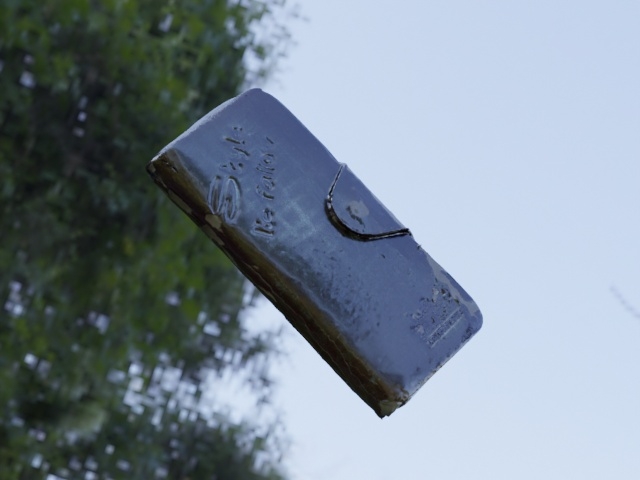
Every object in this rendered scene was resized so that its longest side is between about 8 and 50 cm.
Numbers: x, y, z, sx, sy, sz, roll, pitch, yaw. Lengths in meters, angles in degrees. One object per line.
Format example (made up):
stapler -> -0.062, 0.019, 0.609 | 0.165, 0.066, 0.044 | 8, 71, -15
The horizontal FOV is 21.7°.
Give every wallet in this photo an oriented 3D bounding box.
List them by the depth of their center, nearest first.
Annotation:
wallet -> 0.000, 0.000, 1.103 | 0.232, 0.122, 0.031 | 45, -37, 6
